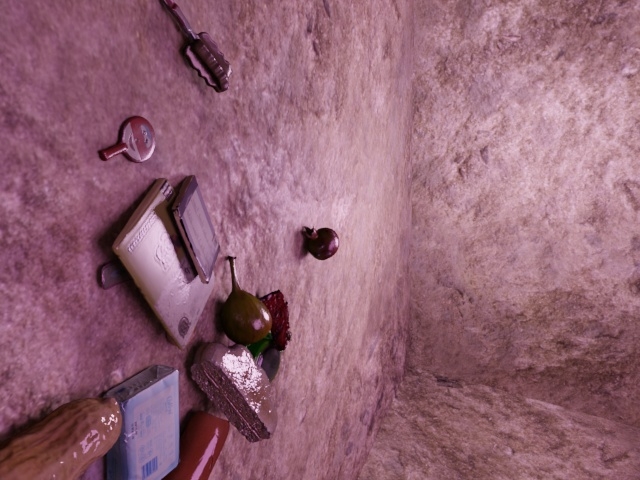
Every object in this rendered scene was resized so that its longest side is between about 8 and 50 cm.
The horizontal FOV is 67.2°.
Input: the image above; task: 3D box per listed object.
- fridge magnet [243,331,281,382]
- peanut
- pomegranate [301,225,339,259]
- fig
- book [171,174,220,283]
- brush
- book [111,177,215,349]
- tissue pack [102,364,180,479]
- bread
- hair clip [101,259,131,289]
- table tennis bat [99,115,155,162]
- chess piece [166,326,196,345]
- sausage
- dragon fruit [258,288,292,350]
[{"bbox_3d":[-0.200,0.397,1.574,0.208,0.088,0.208,-19,112,-59],"label":"fridge magnet"},{"bbox_3d":[-0.505,0.404,0.890,0.159,0.143,0.291,-53,171,24],"label":"peanut"},{"bbox_3d":[0.006,-0.004,1.827,0.129,0.129,0.159,-53,135,-44],"label":"pomegranate"},{"bbox_3d":[-0.219,0.175,1.398,0.151,0.151,0.260,-32,124,-58],"label":"fig"},{"bbox_3d":[-0.307,-0.026,1.201,0.158,0.026,0.231,-88,169,-54],"label":"book"},{"bbox_3d":[-0.300,-0.472,1.091,0.301,0.071,0.084,53,36,-47],"label":"brush"},{"bbox_3d":[-0.349,0.063,1.136,0.239,0.035,0.352,-75,158,-45],"label":"book"},{"bbox_3d":[-0.419,0.450,1.140,0.177,0.089,0.264,-24,118,-62],"label":"tissue pack"},{"bbox_3d":[-0.229,0.412,1.391,0.337,0.101,0.183,57,26,-18],"label":"bread"},{"bbox_3d":[-0.426,0.067,1.054,0.137,0.022,0.054,-25,121,-60],"label":"hair clip"},{"bbox_3d":[-0.402,-0.204,1.014,0.155,0.019,0.098,-50,142,-51],"label":"table tennis bat"},{"bbox_3d":[-0.358,0.231,1.242,0.083,0.038,0.084,7,90,-66],"label":"chess piece"},{"bbox_3d":[-0.355,0.618,1.296,0.304,0.121,0.121,-65,151,-30],"label":"sausage"},{"bbox_3d":[-0.142,0.260,1.556,0.122,0.092,0.192,14,56,-58],"label":"dragon fruit"}]
